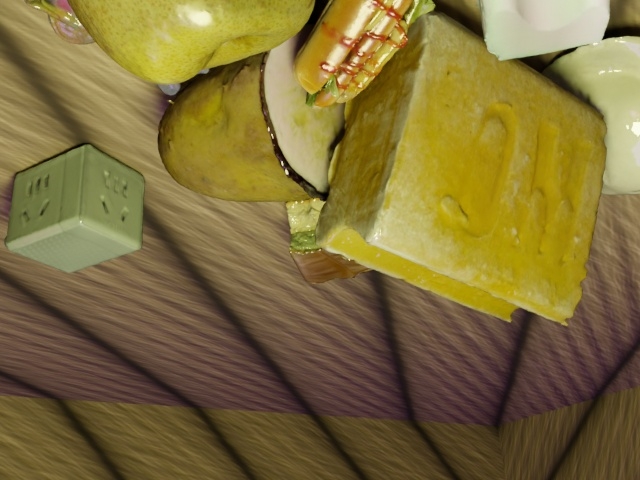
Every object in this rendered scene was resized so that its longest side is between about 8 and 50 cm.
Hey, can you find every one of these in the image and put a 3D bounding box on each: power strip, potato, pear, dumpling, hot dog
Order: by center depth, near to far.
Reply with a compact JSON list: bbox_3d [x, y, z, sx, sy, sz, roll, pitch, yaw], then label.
[{"bbox_3d":[-0.123,-0.261,0.712,0.229,0.211,0.188,-26,-176,-29],"label":"pear"},{"bbox_3d":[0.058,-0.239,0.835,0.104,0.076,0.250,6,126,-47],"label":"hot dog"},{"bbox_3d":[-0.094,-0.142,1.004,0.266,0.229,0.229,-4,161,38],"label":"potato"},{"bbox_3d":[0.400,-0.170,1.102,0.227,0.243,0.175,3,-159,30],"label":"dumpling"},{"bbox_3d":[-0.405,-0.038,1.239,0.224,0.140,0.139,-16,154,27],"label":"power strip"}]

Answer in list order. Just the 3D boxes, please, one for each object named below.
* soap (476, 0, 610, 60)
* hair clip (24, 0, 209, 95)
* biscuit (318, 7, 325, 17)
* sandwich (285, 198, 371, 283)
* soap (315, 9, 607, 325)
[{"bbox_3d":[0.170,-0.303,0.657,0.115,0.208,0.347,-11,155,14],"label":"soap"},{"bbox_3d":[-0.215,-0.255,0.848,0.137,0.090,0.278,-26,149,25],"label":"hair clip"},{"bbox_3d":[0.052,-0.271,0.941,0.081,0.018,0.083,-21,151,33],"label":"biscuit"},{"bbox_3d":[0.000,0.000,1.431,0.186,0.108,0.220,19,150,-42],"label":"sandwich"},{"bbox_3d":[0.183,-0.078,0.957,0.335,0.293,0.156,23,168,-29],"label":"soap"}]
